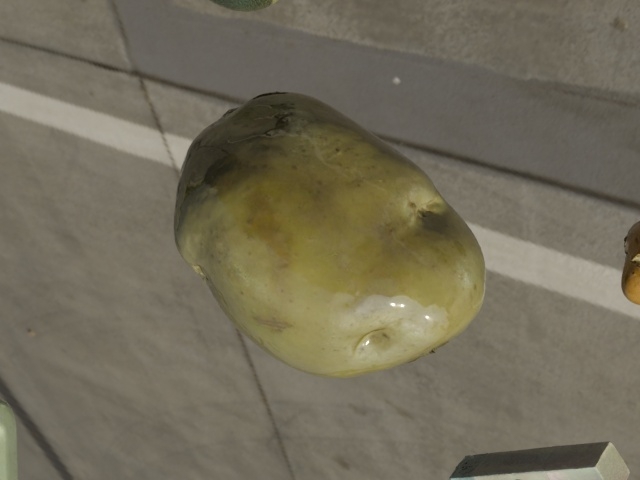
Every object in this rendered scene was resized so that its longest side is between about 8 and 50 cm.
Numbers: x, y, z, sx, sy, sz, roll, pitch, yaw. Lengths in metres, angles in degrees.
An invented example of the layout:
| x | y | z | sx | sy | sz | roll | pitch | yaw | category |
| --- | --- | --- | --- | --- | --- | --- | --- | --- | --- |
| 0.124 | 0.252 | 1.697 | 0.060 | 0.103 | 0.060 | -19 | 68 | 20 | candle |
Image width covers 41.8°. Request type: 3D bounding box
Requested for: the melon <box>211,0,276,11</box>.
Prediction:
| x | y | z | sx | sy | sz | roll | pitch | yaw | category |
| --- | --- | --- | --- | --- | --- | --- | --- | --- | --- |
| -0.119 | -0.402 | 1.207 | 0.192 | 0.139 | 0.139 | 33 | 148 | 24 | melon |

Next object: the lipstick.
| x | y | z | sx | sy | sz | roll | pitch | yaw | category |
| --- | --- | --- | --- | --- | --- | --- | --- | --- | --- |
| 0.356 | 0.392 | 1.400 | 0.317 | 0.066 | 0.068 | -26 | 100 | 50 | lipstick |

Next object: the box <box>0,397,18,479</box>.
| x | y | z | sx | sy | sz | roll | pitch | yaw | category |
| --- | --- | --- | --- | --- | --- | --- | --- | --- | --- |
| -0.382 | 0.182 | 0.658 | 0.183 | 0.175 | 0.312 | -11 | 159 | 6 | box |

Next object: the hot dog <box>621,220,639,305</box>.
| x | y | z | sx | sy | sz | roll | pitch | yaw | category |
| --- | --- | --- | --- | --- | --- | --- | --- | --- | --- |
| 0.339 | 0.021 | 0.834 | 0.060 | 0.140 | 0.089 | 1 | 89 | 29 | hot dog |

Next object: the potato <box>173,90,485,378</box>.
| x | y | z | sx | sy | sz | roll | pitch | yaw | category |
| --- | --- | --- | --- | --- | --- | --- | --- | --- | --- |
| 0.000 | 0.000 | 0.824 | 0.326 | 0.243 | 0.221 | 36 | 147 | 7 | potato |
